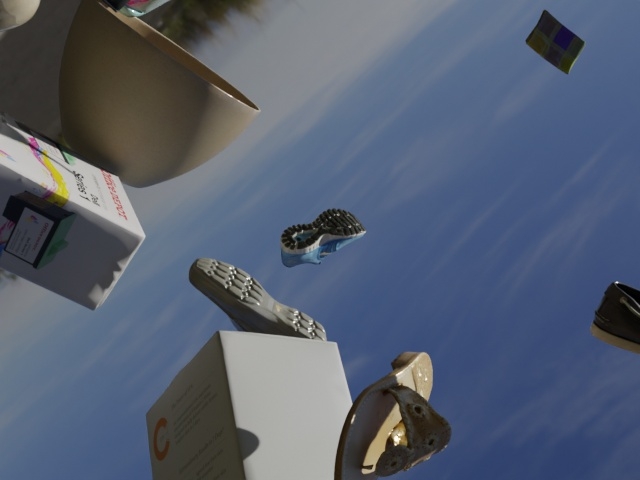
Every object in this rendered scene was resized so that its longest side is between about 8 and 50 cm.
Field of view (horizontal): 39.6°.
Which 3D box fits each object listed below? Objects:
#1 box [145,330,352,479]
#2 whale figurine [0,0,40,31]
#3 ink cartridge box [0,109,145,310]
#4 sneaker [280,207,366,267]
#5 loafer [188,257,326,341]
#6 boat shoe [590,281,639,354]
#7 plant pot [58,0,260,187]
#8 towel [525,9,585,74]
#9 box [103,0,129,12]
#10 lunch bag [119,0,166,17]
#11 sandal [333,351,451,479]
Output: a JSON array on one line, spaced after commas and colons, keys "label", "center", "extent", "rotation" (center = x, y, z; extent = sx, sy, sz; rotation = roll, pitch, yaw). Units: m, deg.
[{"label": "box", "center": [-0.064, 0.306, 0.995], "extent": [0.215, 0.168, 0.345], "rotation": [-48, -136, 40]}, {"label": "whale figurine", "center": [-0.324, -0.291, 0.718], "extent": [0.141, 0.272, 0.216], "rotation": [-17, -126, -10]}, {"label": "ink cartridge box", "center": [-0.363, -0.059, 1.041], "extent": [0.117, 0.278, 0.201], "rotation": [-53, -147, 9]}, {"label": "sneaker", "center": [0.000, 0.000, 1.443], "extent": [0.162, 0.063, 0.073], "rotation": [-16, 144, -29]}, {"label": "loafer", "center": [-0.137, 0.153, 1.786], "extent": [0.111, 0.319, 0.112], "rotation": [-50, -170, 25]}, {"label": "boat shoe", "center": [0.387, 0.095, 0.913], "extent": [0.075, 0.206, 0.065], "rotation": [-27, 130, -66]}, {"label": "plant pot", "center": [-0.254, -0.187, 1.251], "extent": [0.191, 0.284, 0.284], "rotation": [-54, -168, 9]}, {"label": "towel", "center": [0.336, -0.283, 1.270], "extent": [0.060, 0.083, 0.009], "rotation": [-57, -167, -9]}, {"label": "box", "center": [-0.171, -0.335, 0.848], "extent": [0.190, 0.045, 0.184], "rotation": [-40, -127, 6]}, {"label": "lunch bag", "center": [-0.277, -0.449, 1.198], "extent": [0.107, 0.279, 0.224], "rotation": [-25, -161, 26]}, {"label": "sandal", "center": [0.091, 0.172, 0.862], "extent": [0.079, 0.088, 0.240], "rotation": [-2, -163, 24]}]
